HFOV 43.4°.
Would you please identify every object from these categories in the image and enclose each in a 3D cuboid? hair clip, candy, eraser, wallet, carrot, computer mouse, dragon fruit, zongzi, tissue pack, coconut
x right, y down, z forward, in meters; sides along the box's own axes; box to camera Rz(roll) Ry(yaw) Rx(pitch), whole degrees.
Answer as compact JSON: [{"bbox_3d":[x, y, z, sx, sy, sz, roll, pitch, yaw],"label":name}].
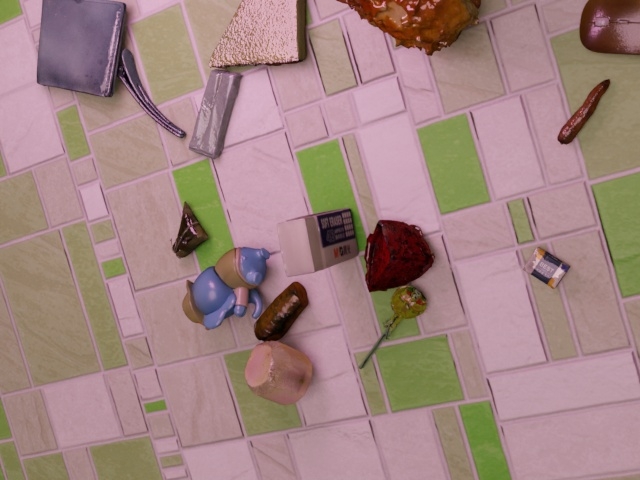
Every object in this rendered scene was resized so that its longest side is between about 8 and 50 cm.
[{"bbox_3d":[-0.447,-0.367,2.096,0.083,0.048,0.275,-40,87,24],"label":"hair clip"},{"bbox_3d":[0.163,0.214,1.928,0.077,0.073,0.262,48,120,29],"label":"candy"},{"bbox_3d":[0.000,0.000,1.835,0.081,0.279,0.124,-8,94,23],"label":"eraser"},{"bbox_3d":[-0.641,-0.518,2.118,0.290,0.054,0.252,14,100,30],"label":"wallet"},{"bbox_3d":[-0.095,0.184,2.011,0.082,0.082,0.173,48,111,9],"label":"carrot"},{"bbox_3d":[0.652,-0.438,1.628,0.245,0.056,0.126,9,101,22],"label":"computer mouse"},{"bbox_3d":[0.175,0.043,1.888,0.127,0.121,0.161,10,136,-19],"label":"dragon fruit"},{"bbox_3d":[0.559,-0.272,1.702,0.035,0.035,0.165,39,108,12],"label":"carrot"},{"bbox_3d":[-0.359,-0.024,2.104,0.109,0.055,0.119,-39,71,24],"label":"zongzi"},{"bbox_3d":[0.497,0.060,1.771,0.083,0.042,0.062,35,111,14],"label":"tissue pack"},{"bbox_3d":[-0.098,0.332,2.002,0.147,0.152,0.147,-27,48,35],"label":"coconut"}]

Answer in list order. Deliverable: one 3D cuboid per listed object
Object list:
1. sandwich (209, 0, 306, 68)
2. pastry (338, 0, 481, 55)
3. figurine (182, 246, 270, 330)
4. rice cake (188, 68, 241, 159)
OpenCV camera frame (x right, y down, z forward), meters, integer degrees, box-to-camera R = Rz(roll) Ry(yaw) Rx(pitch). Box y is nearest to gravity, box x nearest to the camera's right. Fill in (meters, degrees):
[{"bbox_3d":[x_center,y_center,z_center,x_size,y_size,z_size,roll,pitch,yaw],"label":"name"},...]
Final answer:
[{"bbox_3d":[-0.152,-0.527,1.940,0.244,0.063,0.212,2,95,21],"label":"sandwich"},{"bbox_3d":[0.182,-0.602,1.675,0.337,0.292,0.406,12,114,29],"label":"pastry"},{"bbox_3d":[-0.234,0.125,2.021,0.262,0.153,0.180,-25,74,28],"label":"figurine"},{"bbox_3d":[-0.266,-0.322,2.024,0.085,0.040,0.226,23,106,18],"label":"rice cake"}]
